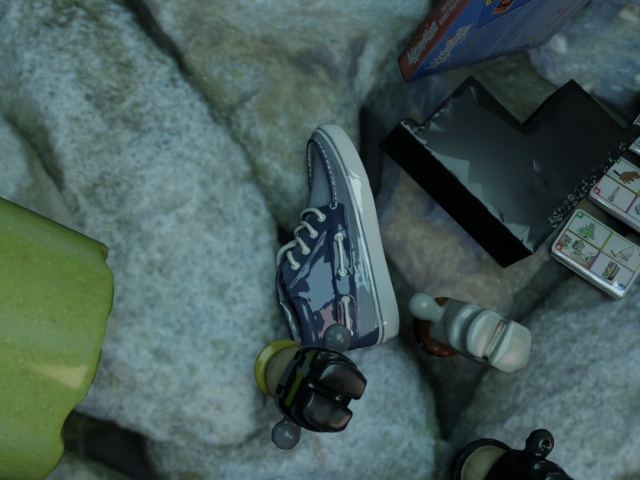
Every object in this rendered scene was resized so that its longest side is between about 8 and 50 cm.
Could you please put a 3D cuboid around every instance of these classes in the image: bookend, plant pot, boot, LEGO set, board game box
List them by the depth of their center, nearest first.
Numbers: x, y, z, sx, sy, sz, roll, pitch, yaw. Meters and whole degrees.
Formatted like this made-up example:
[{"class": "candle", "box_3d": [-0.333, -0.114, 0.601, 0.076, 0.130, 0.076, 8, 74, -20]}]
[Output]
[{"class": "plant pot", "box_3d": [-0.289, 0.052, 0.817, 0.254, 0.276, 0.276, 18, 74, -20]}, {"class": "board game box", "box_3d": [0.167, -0.204, 0.952, 0.145, 0.281, 0.027, -17, 81, -16]}, {"class": "boot", "box_3d": [0.000, 0.000, 0.977, 0.086, 0.069, 0.190, -13, 82, -18]}, {"class": "bookend", "box_3d": [0.164, -0.088, 1.031, 0.157, 0.072, 0.156, 44, 74, -1]}, {"class": "LEGO set", "box_3d": [0.351, 0.013, 1.078, 0.244, 0.060, 0.182, 33, 72, 9]}]

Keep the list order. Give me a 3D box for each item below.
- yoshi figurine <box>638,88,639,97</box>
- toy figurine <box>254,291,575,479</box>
[{"class": "yoshi figurine", "box_3d": [0.379, -0.178, 1.039, 0.203, 0.203, 0.362, -11, 75, 6]}, {"class": "toy figurine", "box_3d": [0.069, 0.149, 0.905, 0.213, 0.148, 0.209, -20, 96, -14]}]
